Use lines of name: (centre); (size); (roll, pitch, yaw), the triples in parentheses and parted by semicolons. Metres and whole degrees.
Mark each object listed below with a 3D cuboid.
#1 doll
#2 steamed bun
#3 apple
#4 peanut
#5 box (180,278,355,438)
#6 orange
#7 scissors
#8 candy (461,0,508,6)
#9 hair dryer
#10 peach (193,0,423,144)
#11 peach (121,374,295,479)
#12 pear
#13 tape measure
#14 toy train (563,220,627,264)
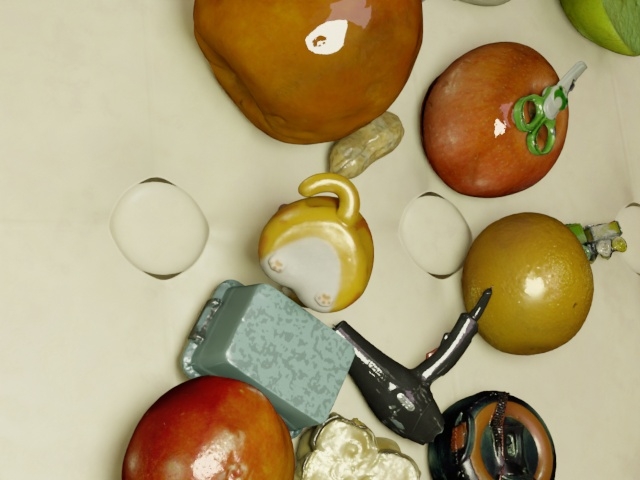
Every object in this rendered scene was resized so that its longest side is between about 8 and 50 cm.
doll: (-0.009, 0.012, 1.422); (0.166, 0.269, 0.162); (42, 80, -6)
steamed bun: (0.037, 0.360, 1.440); (0.177, 0.106, 0.192); (27, 77, -7)
apple: (0.304, -0.203, 1.691); (0.272, 0.206, 0.252); (-43, 103, -33)
peanut: (0.075, -0.157, 1.615); (0.174, 0.080, 0.080); (-41, 99, -33)
box: (-0.070, 0.166, 1.411); (0.227, 0.130, 0.162); (37, 61, -21)
orange: (0.339, 0.072, 1.627); (0.236, 0.236, 0.236); (9, 72, -28)
scissors: (0.380, -0.230, 1.611); (0.204, 0.027, 0.101); (-50, 121, -30)
candy: (0.240, -0.639, 1.793); (0.426, 0.186, 0.386); (8, 77, -24)
hair dryer: (0.161, 0.155, 1.541); (0.271, 0.091, 0.235); (-43, 92, -10)
peach: (-0.007, -0.312, 1.460); (0.301, 0.343, 0.343); (-41, 99, -10)
peach: (-0.145, 0.300, 1.292); (0.243, 0.199, 0.244); (2, 87, -40)
pear: (0.575, -0.481, 1.975); (0.239, 0.139, 0.288); (45, 54, -30)
tape measure: (0.272, 0.348, 1.560); (0.202, 0.135, 0.223); (1, 74, -28)
toy train: (0.481, 0.005, 1.823); (0.202, 0.060, 0.081); (-10, 76, -34)
